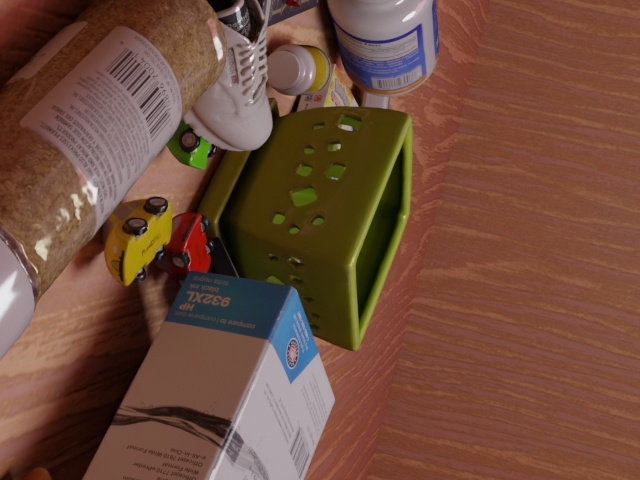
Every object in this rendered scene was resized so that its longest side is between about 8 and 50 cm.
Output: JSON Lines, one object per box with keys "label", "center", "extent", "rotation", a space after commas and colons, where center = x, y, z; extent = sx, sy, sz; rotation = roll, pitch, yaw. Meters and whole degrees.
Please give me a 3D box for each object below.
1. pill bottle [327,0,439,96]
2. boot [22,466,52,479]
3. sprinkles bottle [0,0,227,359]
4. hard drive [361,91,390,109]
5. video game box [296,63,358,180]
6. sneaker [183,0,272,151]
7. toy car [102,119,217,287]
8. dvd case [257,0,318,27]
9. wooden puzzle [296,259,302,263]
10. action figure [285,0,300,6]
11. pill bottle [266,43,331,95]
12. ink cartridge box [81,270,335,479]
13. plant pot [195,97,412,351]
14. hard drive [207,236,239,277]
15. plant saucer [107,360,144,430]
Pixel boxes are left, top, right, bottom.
{"label": "pill bottle", "center": [0.088, -0.329, 1.524], "extent": [0.272, 0.152, 0.152], "rotation": [68, 40, -68]}
{"label": "boot", "center": [-0.269, 0.244, 0.900], "extent": [0.152, 0.073, 0.197], "rotation": [-56, 169, -50]}
{"label": "sprinkles bottle", "center": [-0.188, -0.063, 0.767], "extent": [0.355, 0.121, 0.121], "rotation": [-61, 161, -45]}
{"label": "hard drive", "center": [0.074, -0.081, 1.801], "extent": [0.233, 0.047, 0.353], "rotation": [90, 8, -60]}
{"label": "video game box", "center": [0.015, -0.123, 1.559], "extent": [0.205, 0.048, 0.187], "rotation": [53, 45, -57]}
{"label": "sneaker", "center": [-0.088, -0.170, 0.987], "extent": [0.235, 0.095, 0.090], "rotation": [61, 38, -44]}
{"label": "toy car", "center": [-0.147, -0.062, 1.082], "extent": [0.239, 0.053, 0.225], "rotation": [19, 86, -77]}
{"label": "dvd case", "center": [-0.029, -0.353, 1.308], "extent": [0.221, 0.018, 0.164], "rotation": [-46, 149, -63]}
{"label": "wooden puzzle", "center": [0.000, 0.000, 1.763], "extent": [0.239, 0.044, 0.221], "rotation": [-60, 160, -48]}
{"label": "action figure", "center": [-0.016, -0.337, 1.283], "extent": [0.038, 0.030, 0.115], "rotation": [47, 56, -68]}
{"label": "pill bottle", "center": [-0.031, -0.215, 1.353], "extent": [0.116, 0.065, 0.065], "rotation": [-31, 134, -72]}
{"label": "ink cartridge box", "center": [-0.110, 0.221, 1.084], "extent": [0.223, 0.129, 0.307], "rotation": [74, 32, -49]}
{"label": "plant pot", "center": [-0.018, -0.029, 1.309], "extent": [0.228, 0.207, 0.227], "rotation": [83, 26, -58]}
{"label": "hard drive", "center": [-0.114, 0.069, 1.248], "extent": [0.022, 0.094, 0.135], "rotation": [-19, 157, -20]}
{"label": "plant saucer", "center": [-0.170, 0.270, 1.295], "extent": [0.332, 0.084, 0.332], "rotation": [16, 90, -76]}
